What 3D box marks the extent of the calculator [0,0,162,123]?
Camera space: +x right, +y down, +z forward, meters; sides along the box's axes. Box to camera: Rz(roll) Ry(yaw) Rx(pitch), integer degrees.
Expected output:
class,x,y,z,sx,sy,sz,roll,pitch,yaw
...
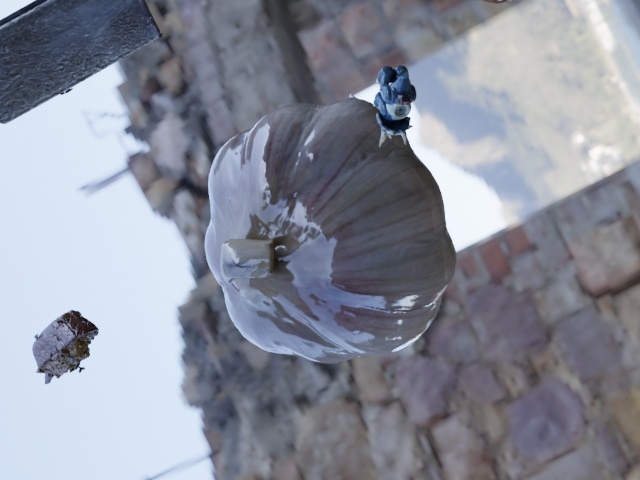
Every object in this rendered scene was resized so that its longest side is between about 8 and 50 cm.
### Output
class,x,y,z,sx,sy,sz,roll,pitch,yaw
calculator,-0.346,-0.261,1.976,0.021,0.261,0.161,57,174,36

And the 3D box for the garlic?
class,x,y,z,sx,sy,sz,roll,pitch,yaw
garlic,0.009,-0.007,1.714,0.322,0.322,0.241,59,-162,-19

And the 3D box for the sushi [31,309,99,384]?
class,x,y,z,sx,sy,sz,roll,pitch,yaw
sushi,-0.294,0.126,1.722,0.061,0.118,0.060,-15,-114,-34

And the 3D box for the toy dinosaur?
class,x,y,z,sx,sy,sz,roll,pitch,yaw
toy dinosaur,0.068,-0.122,1.333,0.047,0.030,0.083,-109,20,-47

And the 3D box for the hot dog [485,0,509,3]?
class,x,y,z,sx,sy,sz,roll,pitch,yaw
hot dog,0.158,-0.273,1.300,0.213,0.146,0.103,13,-126,-77
